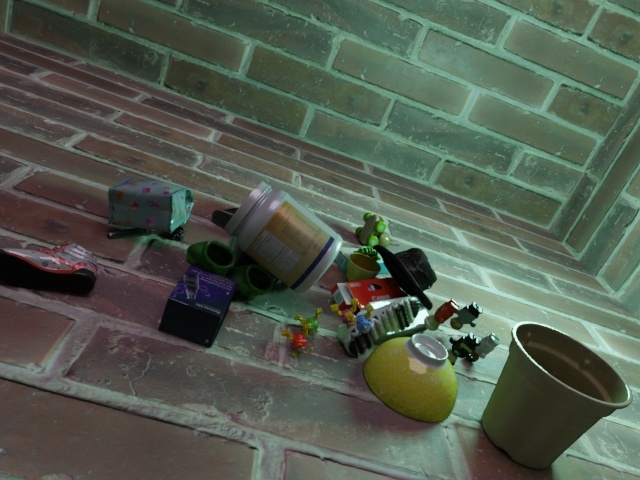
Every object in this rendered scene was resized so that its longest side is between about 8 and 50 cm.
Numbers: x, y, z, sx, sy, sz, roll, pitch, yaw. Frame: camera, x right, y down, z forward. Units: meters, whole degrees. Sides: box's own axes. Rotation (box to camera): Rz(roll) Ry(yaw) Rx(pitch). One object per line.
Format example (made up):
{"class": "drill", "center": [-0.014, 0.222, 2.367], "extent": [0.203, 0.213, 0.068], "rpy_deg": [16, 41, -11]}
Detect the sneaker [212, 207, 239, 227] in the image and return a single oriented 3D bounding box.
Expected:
{"class": "sneaker", "center": [-0.303, -0.074, 2.067], "extent": [0.222, 0.083, 0.118], "rpy_deg": [28, 23, 15]}

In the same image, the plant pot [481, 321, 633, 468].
{"class": "plant pot", "center": [0.621, 0.450, 1.475], "extent": [0.334, 0.305, 0.333], "rpy_deg": [19, 23, -8]}

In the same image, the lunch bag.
{"class": "lunch bag", "center": [-0.571, -0.131, 1.803], "extent": [0.224, 0.160, 0.262], "rpy_deg": [7, 16, 0]}

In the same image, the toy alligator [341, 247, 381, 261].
{"class": "toy alligator", "center": [0.173, 0.050, 2.107], "extent": [0.190, 0.051, 0.056], "rpy_deg": [7, 28, -31]}

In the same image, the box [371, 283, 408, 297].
{"class": "box", "center": [0.250, 0.217, 2.010], "extent": [0.164, 0.021, 0.201], "rpy_deg": [36, 26, 29]}

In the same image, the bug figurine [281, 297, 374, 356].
{"class": "bug figurine", "center": [0.029, 0.254, 1.566], "extent": [0.279, 0.072, 0.216], "rpy_deg": [-16, 10, 3]}

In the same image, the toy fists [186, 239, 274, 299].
{"class": "toy fists", "center": [-0.283, 0.095, 1.613], "extent": [0.279, 0.096, 0.142], "rpy_deg": [33, -24, -28]}

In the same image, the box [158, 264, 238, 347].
{"class": "box", "center": [-0.333, 0.178, 1.464], "extent": [0.153, 0.108, 0.207], "rpy_deg": [21, 23, -6]}

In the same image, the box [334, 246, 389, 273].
{"class": "box", "center": [0.180, 0.085, 2.182], "extent": [0.244, 0.060, 0.100], "rpy_deg": [6, 29, -34]}

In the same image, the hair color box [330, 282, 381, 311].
{"class": "hair color box", "center": [0.127, 0.202, 1.864], "extent": [0.167, 0.053, 0.093], "rpy_deg": [4, 47, -35]}

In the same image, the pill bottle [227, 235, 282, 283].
{"class": "pill bottle", "center": [-0.183, 0.062, 1.791], "extent": [0.265, 0.153, 0.153], "rpy_deg": [15, 24, -16]}

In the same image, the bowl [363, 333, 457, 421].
{"class": "bowl", "center": [0.287, 0.370, 1.544], "extent": [0.290, 0.156, 0.289], "rpy_deg": [19, 24, -9]}

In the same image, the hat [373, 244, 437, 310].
{"class": "hat", "center": [0.352, 0.102, 2.006], "extent": [0.331, 0.134, 0.331], "rpy_deg": [50, -5, 5]}

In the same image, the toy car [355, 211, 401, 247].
{"class": "toy car", "center": [0.285, -0.026, 2.436], "extent": [0.189, 0.148, 0.155], "rpy_deg": [24, 10, -26]}

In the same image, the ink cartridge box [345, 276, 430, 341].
{"class": "ink cartridge box", "center": [0.247, 0.222, 1.851], "extent": [0.275, 0.060, 0.238], "rpy_deg": [-2, 56, -44]}

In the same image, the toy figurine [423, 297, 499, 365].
{"class": "toy figurine", "center": [0.481, 0.319, 1.805], "extent": [0.210, 0.148, 0.213], "rpy_deg": [9, 44, -41]}

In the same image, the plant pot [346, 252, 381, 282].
{"class": "plant pot", "center": [0.154, 0.123, 2.032], "extent": [0.134, 0.095, 0.134], "rpy_deg": [19, 23, -8]}

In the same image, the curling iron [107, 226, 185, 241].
{"class": "curling iron", "center": [-0.579, -0.026, 1.778], "extent": [0.274, 0.035, 0.068], "rpy_deg": [0, 32, -43]}

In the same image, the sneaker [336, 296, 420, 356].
{"class": "sneaker", "center": [0.183, 0.249, 1.667], "extent": [0.292, 0.110, 0.118], "rpy_deg": [-25, 28, -19]}

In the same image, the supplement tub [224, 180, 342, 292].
{"class": "supplement tub", "center": [-0.114, -0.012, 1.628], "extent": [0.316, 0.228, 0.228], "rpy_deg": [39, 23, -5]}

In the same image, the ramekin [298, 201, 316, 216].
{"class": "ramekin", "center": [-0.159, -0.074, 2.140], "extent": [0.273, 0.127, 0.272], "rpy_deg": [19, 24, -9]}

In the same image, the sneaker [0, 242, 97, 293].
{"class": "sneaker", "center": [-0.733, 0.057, 1.397], "extent": [0.270, 0.090, 0.145], "rpy_deg": [16, 23, -23]}
